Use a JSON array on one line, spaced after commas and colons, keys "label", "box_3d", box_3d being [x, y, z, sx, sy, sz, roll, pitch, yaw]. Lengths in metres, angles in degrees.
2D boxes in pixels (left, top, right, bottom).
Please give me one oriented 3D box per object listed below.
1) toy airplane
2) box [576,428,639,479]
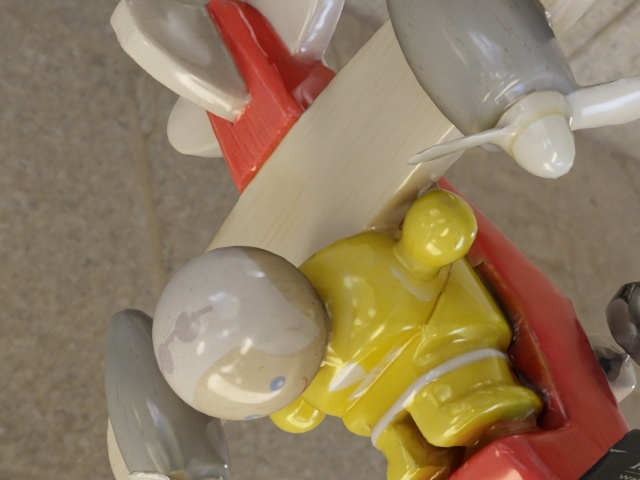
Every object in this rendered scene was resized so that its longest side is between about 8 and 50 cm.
[{"label": "toy airplane", "box_3d": [0.000, 0.000, 0.697, 0.272, 0.384, 0.386, -24, 115, -52]}, {"label": "box", "box_3d": [0.122, 0.291, 0.445, 0.312, 0.179, 0.343, -23, 117, -51]}]
